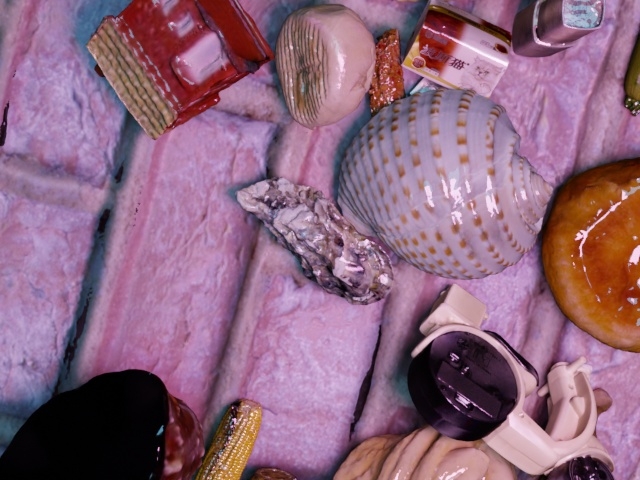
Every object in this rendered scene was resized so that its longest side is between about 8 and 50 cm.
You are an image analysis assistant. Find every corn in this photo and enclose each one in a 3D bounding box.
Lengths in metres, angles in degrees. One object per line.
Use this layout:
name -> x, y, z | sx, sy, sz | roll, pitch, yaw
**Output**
corn -> -0.156, 0.361, 1.503 | 0.072, 0.072, 0.203 | 24, 93, -5

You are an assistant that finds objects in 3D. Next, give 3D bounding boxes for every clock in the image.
clock -> 0.320, 0.252, 1.436 | 0.379, 0.276, 0.120 | 35, 133, -4

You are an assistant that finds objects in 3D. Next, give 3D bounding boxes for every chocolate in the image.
chocolate -> -0.331, 0.355, 1.421 | 0.340, 0.210, 0.225 | -36, 66, 5

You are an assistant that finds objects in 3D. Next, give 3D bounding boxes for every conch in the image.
conch -> 0.191, -0.071, 1.396 | 0.319, 0.215, 0.302 | -17, 111, 1

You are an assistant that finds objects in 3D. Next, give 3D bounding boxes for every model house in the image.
model house -> -0.231, -0.286, 1.396 | 0.254, 0.160, 0.196 | -29, 97, 28

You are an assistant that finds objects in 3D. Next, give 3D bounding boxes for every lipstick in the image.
lipstick -> 0.361, -0.333, 1.374 | 0.079, 0.253, 0.077 | 2, 95, -1

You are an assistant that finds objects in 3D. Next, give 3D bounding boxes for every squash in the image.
squash -> 0.557, -0.330, 1.478 | 0.069, 0.069, 0.258 | 17, 94, -5

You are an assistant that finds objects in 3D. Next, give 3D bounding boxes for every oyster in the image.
oyster -> 0.002, -0.002, 1.442 | 0.199, 0.087, 0.252 | -13, 110, 38

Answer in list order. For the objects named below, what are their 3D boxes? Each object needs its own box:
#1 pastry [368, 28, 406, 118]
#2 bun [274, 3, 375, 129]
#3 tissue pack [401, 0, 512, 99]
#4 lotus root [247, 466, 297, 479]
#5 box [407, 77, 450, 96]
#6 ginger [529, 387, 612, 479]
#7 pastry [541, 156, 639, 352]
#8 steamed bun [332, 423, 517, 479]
pastry -> 0.105, -0.257, 1.456 | 0.063, 0.087, 0.169 | -4, 96, 11
bun -> 0.017, -0.271, 1.405 | 0.128, 0.178, 0.193 | -15, 110, -34
tissue pack -> 0.219, -0.304, 1.429 | 0.149, 0.106, 0.099 | 24, 131, -6
lotus root -> -0.085, 0.517, 1.477 | 0.160, 0.152, 0.274 | -1, 87, 29
box -> 0.192, -0.234, 1.489 | 0.083, 0.024, 0.054 | 43, 94, -7
ginger -> 0.437, 0.428, 1.538 | 0.166, 0.080, 0.332 | -7, 99, -14
pastry -> 0.532, 0.017, 1.468 | 0.356, 0.164, 0.355 | -1, 101, -6
steamed bun -> 0.173, 0.469, 1.457 | 0.372, 0.230, 0.324 | -22, 99, -3
